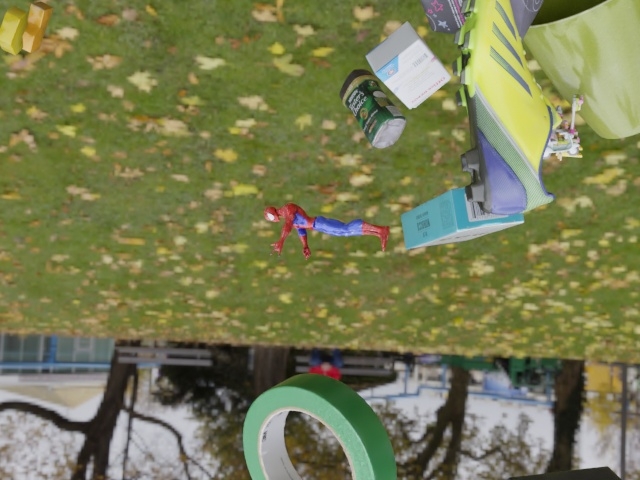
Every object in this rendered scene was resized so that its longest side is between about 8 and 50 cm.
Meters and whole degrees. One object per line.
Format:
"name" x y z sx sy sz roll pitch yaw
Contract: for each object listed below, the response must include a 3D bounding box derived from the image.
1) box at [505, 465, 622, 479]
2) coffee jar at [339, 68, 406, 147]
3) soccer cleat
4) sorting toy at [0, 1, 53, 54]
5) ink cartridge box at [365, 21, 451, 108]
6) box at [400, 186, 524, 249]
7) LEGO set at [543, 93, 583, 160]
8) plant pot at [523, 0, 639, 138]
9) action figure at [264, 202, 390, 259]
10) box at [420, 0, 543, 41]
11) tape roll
"box" 0.391 0.594 1.225 0.212 0.395 0.293 1 -156 -24
"coffee jar" 0.116 -0.306 1.870 0.079 0.184 0.096 -7 142 -34
"soccer cleat" 0.229 -0.175 0.993 0.121 0.289 0.093 -5 -176 1
"sorting toy" -0.327 -0.358 0.948 0.041 0.307 0.229 26 -158 -6
"ink cartridge box" 0.145 -0.283 1.328 0.088 0.052 0.122 -37 142 16
"box" 0.201 -0.033 1.202 0.100 0.060 0.244 -8 175 -12
"LEGO set" 0.437 -0.232 1.568 0.132 0.107 0.287 0 -163 -5
"plant pot" 0.559 -0.357 1.583 0.275 0.293 0.275 -26 -156 12
"action figure" 0.000 0.000 1.799 0.280 0.139 0.091 16 169 8
"box" 0.205 -0.396 1.034 0.142 0.163 0.247 21 162 32
"tape roll" -0.007 0.420 1.571 0.321 0.321 0.077 0 -168 37
